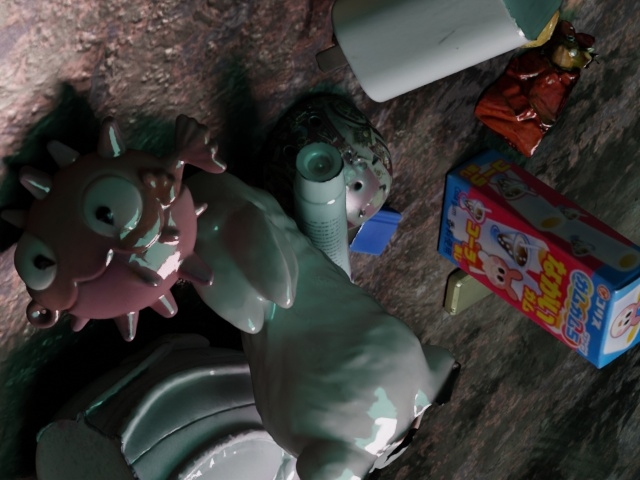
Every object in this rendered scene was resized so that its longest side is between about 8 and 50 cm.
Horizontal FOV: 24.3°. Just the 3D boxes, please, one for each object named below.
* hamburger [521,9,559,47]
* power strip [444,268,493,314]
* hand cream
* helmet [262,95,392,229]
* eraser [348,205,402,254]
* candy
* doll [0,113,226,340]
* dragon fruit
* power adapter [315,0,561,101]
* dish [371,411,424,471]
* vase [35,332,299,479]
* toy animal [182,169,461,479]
[{"bbox_3d":[0.273,-0.287,1.920,0.083,0.044,0.076,-1,123,-51],"label":"hamburger"},{"bbox_3d":[0.252,0.050,2.244,0.169,0.028,0.076,-28,141,-33],"label":"power strip"},{"bbox_3d":[0.000,0.000,1.685,0.331,0.085,0.058,89,10,-60],"label":"hand cream"},{"bbox_3d":[0.020,-0.076,1.732,0.153,0.107,0.177,-49,150,-2],"label":"helmet"},{"bbox_3d":[0.063,-0.016,1.924,0.085,0.027,0.063,9,115,-56],"label":"eraser"},{"bbox_3d":[0.303,0.022,2.013,0.100,0.306,0.157,-31,143,-31],"label":"candy"},{"bbox_3d":[-0.198,-0.014,1.448,0.262,0.093,0.211,-40,107,9],"label":"doll"},{"bbox_3d":[0.311,-0.201,2.009,0.192,0.092,0.122,-50,149,-6],"label":"dragon fruit"},{"bbox_3d":[0.111,-0.240,1.587,0.124,0.255,0.187,61,31,-13],"label":"power adapter"},{"bbox_3d":[0.054,0.252,1.977,0.229,0.229,0.081,-36,120,-26],"label":"dish"},{"bbox_3d":[-0.110,0.215,1.739,0.445,0.250,0.250,-24,138,-47],"label":"vase"},{"bbox_3d":[-0.035,0.082,1.568,0.194,0.357,0.258,-38,-170,22],"label":"toy animal"}]
